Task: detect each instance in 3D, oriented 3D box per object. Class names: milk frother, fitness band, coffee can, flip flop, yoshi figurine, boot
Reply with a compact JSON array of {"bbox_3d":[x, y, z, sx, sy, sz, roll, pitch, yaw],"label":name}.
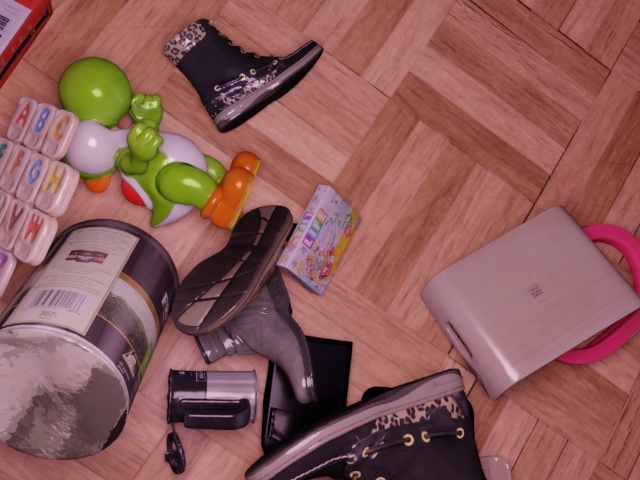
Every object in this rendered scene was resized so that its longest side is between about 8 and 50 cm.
[{"bbox_3d":[-0.169,0.277,1.122,0.134,0.129,0.143,3,122,-12],"label":"milk frother"},{"bbox_3d":[0.482,0.096,1.322,0.290,0.054,0.209,-35,87,-17],"label":"fitness band"},{"bbox_3d":[-0.320,0.122,0.980,0.201,0.275,0.202,2,119,3],"label":"coffee can"},{"bbox_3d":[-0.122,0.049,1.118,0.112,0.080,0.277,9,43,22],"label":"flip flop"},{"bbox_3d":[-0.269,-0.166,1.130,0.362,0.203,0.203,21,60,-6],"label":"yoshi figurine"},{"bbox_3d":[-0.106,0.163,1.124,0.161,0.083,0.247,-19,55,-7],"label":"boot"},{"bbox_3d":[-0.128,-0.314,1.233,0.236,0.085,0.179,-39,88,-16],"label":"boot"},{"bbox_3d":[0.103,0.377,1.076,0.377,0.138,0.284,-17,79,-29],"label":"boot"}]

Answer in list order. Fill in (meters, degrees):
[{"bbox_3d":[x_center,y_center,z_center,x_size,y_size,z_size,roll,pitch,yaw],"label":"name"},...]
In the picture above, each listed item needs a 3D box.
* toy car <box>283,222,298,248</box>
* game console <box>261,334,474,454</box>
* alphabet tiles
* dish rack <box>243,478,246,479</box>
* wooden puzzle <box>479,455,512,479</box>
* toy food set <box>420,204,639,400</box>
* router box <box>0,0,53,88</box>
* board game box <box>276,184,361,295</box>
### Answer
[{"bbox_3d":[-0.084,0.000,1.222,0.122,0.060,0.041,-2,125,3],"label":"toy car"},{"bbox_3d":[0.085,0.277,1.199,0.361,0.044,0.213,9,78,-12],"label":"game console"},{"bbox_3d":[-0.443,-0.068,1.035,0.021,0.284,0.278,27,86,-49],"label":"alphabet tiles"},{"bbox_3d":[-0.061,0.550,1.101,0.285,0.072,0.333,25,75,-8],"label":"dish rack"},{"bbox_3d":[0.204,0.477,1.195,0.238,0.044,0.221,-4,81,-9],"label":"wooden puzzle"},{"bbox_3d":[0.356,0.099,1.234,0.306,0.092,0.220,-30,66,-7],"label":"toy food set"},{"bbox_3d":[-0.642,-0.337,1.118,0.335,0.082,0.301,29,75,-7],"label":"router box"},{"bbox_3d":[0.000,0.000,1.207,0.103,0.026,0.154,41,70,-43],"label":"board game box"}]
